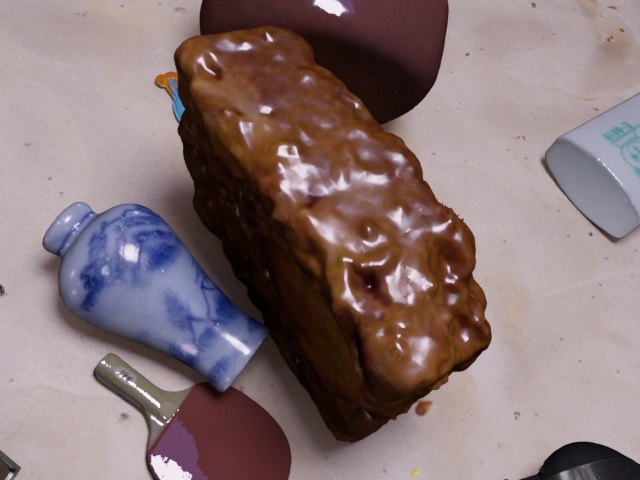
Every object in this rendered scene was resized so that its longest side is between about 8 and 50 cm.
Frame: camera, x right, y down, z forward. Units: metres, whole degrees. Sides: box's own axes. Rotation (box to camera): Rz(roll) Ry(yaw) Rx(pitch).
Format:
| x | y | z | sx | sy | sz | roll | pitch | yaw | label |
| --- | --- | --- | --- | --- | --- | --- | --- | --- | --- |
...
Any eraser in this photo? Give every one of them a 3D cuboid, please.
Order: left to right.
| x | y | z | sx | sy | sz | roll | pitch | yaw | label |
| --- | --- | --- | --- | --- | --- | --- | --- | --- | --- |
| 0.532 | -0.141 | 1.169 | 0.290 | 0.104 | 0.189 | -28 | 76 | -31 | eraser |

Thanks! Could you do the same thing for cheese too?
| x | y | z | sx | sy | sz | roll | pitch | yaw | label |
| --- | --- | --- | --- | --- | --- | --- | --- | --- | --- |
| -0.196 | -0.199 | 0.992 | 0.047 | 0.017 | 0.111 | -24 | 71 | -33 | cheese |

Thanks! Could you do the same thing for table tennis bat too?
| x | y | z | sx | sy | sz | roll | pitch | yaw | label |
| --- | --- | --- | --- | --- | --- | --- | --- | --- | --- |
| -0.144 | 0.207 | 0.766 | 0.246 | 0.022 | 0.138 | 37 | 54 | 2 | table tennis bat |

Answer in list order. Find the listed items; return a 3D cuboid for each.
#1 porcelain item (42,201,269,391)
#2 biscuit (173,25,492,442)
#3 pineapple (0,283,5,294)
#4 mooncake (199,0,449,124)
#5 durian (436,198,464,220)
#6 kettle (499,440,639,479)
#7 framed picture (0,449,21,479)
| x | y | z | sx | sy | sz | roll | pitch | yaw | label |
| --- | --- | --- | --- | --- | --- | --- | --- | --- | --- |
| -0.184 | 0.058 | 0.773 | 0.259 | 0.141 | 0.141 | 38 | 55 | -4 | porcelain item |
| 0.000 | 0.000 | 0.742 | 0.166 | 0.343 | 0.395 | -28 | 73 | -20 | biscuit |
| -0.456 | 0.040 | 0.736 | 0.221 | 0.047 | 0.221 | 8 | 58 | -14 | pineapple |
| 0.013 | -0.290 | 0.968 | 0.325 | 0.334 | 0.174 | 3 | 76 | 17 | mooncake |
| 0.125 | -0.013 | 0.921 | 0.208 | 0.102 | 0.147 | 16 | 56 | -35 | durian |
| 0.307 | 0.359 | 0.754 | 0.207 | 0.250 | 0.271 | 25 | 41 | -41 | kettle |
| -0.342 | 0.245 | 0.620 | 0.011 | 0.109 | 0.149 | 10 | 51 | 22 | framed picture |
